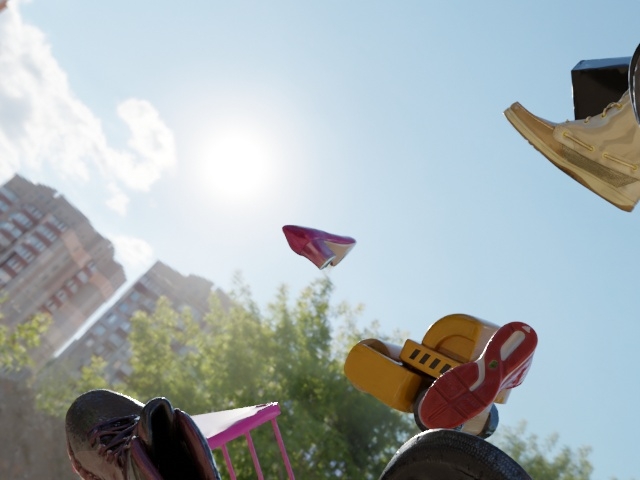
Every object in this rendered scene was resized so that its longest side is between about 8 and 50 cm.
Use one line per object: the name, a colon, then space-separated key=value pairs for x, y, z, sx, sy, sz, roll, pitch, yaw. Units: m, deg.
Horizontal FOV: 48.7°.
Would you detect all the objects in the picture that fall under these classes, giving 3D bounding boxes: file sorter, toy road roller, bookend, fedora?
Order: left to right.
file sorter: x=-0.210 y=0.393 z=1.133 sx=0.290 sy=0.202 sz=0.182 roll=-18 pitch=-93 yaw=37
toy road roller: x=0.237 y=0.249 z=1.456 sx=0.329 sy=0.241 sz=0.202 roll=23 pitch=0 yaw=41
fedora: x=0.209 y=0.395 z=0.880 sx=0.152 sy=0.334 sz=0.334 roll=12 pitch=-6 yaw=-36
bookend: x=0.564 y=-0.261 z=1.333 sx=0.157 sy=0.072 sz=0.156 roll=4 pitch=-61 yaw=35

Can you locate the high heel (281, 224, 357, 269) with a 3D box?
high heel: x=0.000 y=0.000 z=1.520 sx=0.117 sy=0.244 sz=0.082 roll=44 pitch=-68 yaw=10

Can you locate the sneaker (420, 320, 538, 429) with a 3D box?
sneaker: x=0.260 y=0.235 z=1.111 sx=0.087 sy=0.221 sz=0.128 roll=50 pitch=-5 yaw=37

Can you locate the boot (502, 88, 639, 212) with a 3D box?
boot: x=0.449 y=-0.197 z=1.135 sx=0.262 sy=0.203 sz=0.095 roll=40 pitch=18 yaw=15

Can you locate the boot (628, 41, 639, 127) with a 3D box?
boot: x=0.336 y=-0.151 z=0.583 sx=0.223 sy=0.118 sz=0.338 roll=-121 pitch=-165 yaw=-62

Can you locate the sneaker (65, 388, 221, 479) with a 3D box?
sneaker: x=-0.167 y=0.190 z=0.678 sx=0.281 sy=0.106 sz=0.163 roll=32 pitch=-45 yaw=38
